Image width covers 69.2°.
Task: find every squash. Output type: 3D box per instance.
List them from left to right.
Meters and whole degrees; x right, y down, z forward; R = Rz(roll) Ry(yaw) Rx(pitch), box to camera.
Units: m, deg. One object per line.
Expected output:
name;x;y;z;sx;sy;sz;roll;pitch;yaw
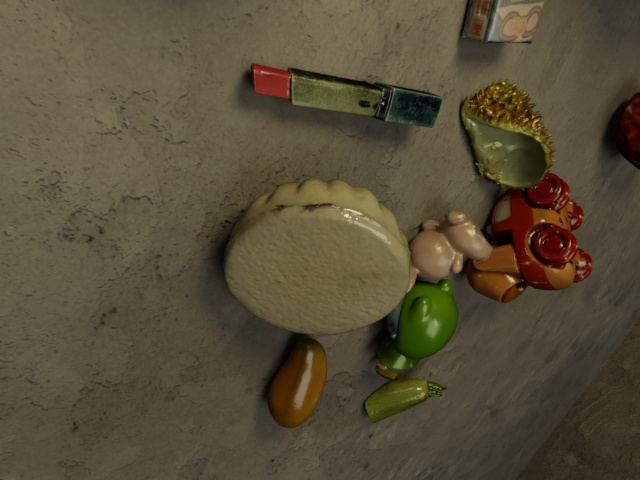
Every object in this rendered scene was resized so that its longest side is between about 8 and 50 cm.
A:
squash;0.208;0.377;1.143;0.200;0.075;0.090;-21;114;3

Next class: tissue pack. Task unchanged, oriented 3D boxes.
tissue pack;0.285;-0.381;0.696;0.116;0.065;0.155;-12;126;-29

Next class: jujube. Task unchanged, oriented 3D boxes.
jujube;0.799;-0.257;1.100;0.251;0.174;0.174;24;102;-47

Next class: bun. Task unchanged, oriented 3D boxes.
bun;0.000;0.000;0.679;0.264;0.175;0.263;3;133;3

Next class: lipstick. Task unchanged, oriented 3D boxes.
lipstick;0.039;-0.200;0.644;0.312;0.051;0.051;-3;121;-34

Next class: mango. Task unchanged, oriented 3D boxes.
mango;-0.040;0.263;0.872;0.102;0.085;0.183;10;102;-37

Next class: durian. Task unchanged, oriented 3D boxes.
durian;0.349;-0.195;0.867;0.139;0.144;0.252;-15;146;20

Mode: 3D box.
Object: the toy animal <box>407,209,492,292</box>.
toy animal;0.210;0.028;0.894;0.213;0.124;0.124;-32;137;13

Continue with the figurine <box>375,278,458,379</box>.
figurine;0.192;0.189;0.966;0.162;0.143;0.263;-21;141;-38

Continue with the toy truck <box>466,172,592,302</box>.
toy truck;0.434;0.001;1.007;0.189;0.239;0.264;27;59;-45
